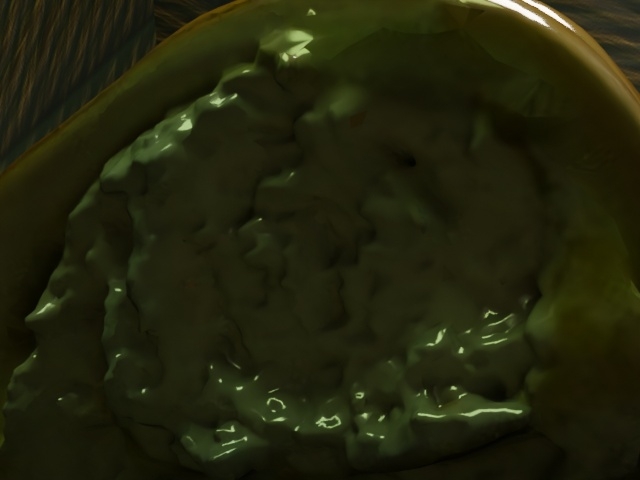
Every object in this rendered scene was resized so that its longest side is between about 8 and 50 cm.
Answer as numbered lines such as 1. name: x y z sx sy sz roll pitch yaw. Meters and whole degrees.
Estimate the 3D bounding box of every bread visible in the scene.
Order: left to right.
1. bread: 0.000 0.000 0.512 0.315 0.211 0.270 -22 11 22

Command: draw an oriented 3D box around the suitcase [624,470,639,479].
1. suitcase: 0.170 0.126 0.568 0.193 0.143 0.235 -6 -3 19
